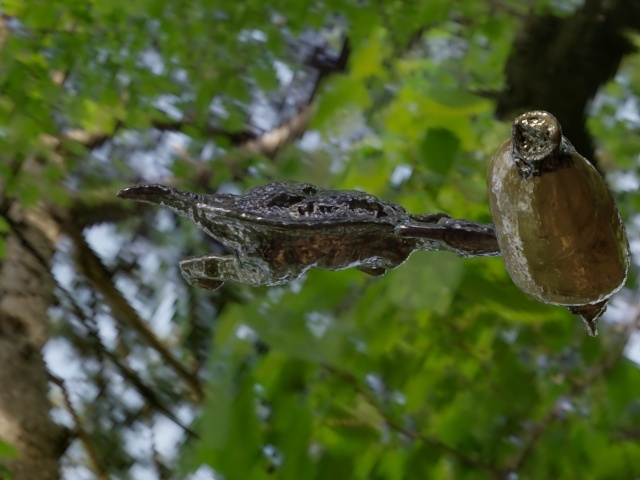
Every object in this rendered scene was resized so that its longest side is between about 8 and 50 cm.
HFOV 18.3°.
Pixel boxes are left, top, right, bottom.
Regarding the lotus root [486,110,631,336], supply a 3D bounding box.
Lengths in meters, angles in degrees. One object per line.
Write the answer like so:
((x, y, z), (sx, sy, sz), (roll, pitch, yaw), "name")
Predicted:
((0.121, -0.005, 1.015), (0.063, 0.072, 0.152), (-38, -49, -14), "lotus root")

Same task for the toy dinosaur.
((0.002, -0.008, 1.502), (0.294, 0.162, 0.077), (-5, -99, 4), "toy dinosaur")
